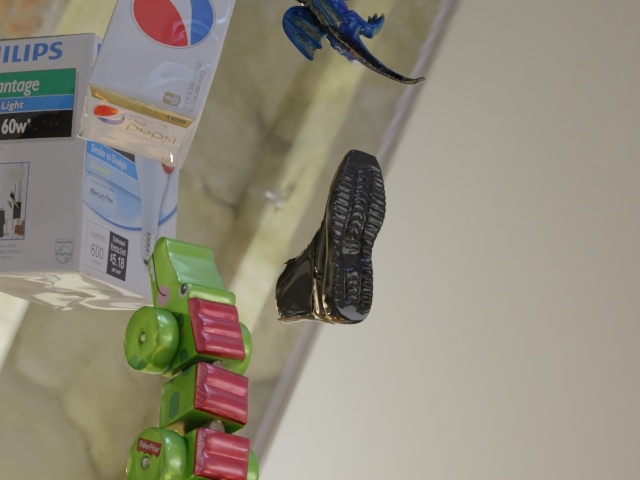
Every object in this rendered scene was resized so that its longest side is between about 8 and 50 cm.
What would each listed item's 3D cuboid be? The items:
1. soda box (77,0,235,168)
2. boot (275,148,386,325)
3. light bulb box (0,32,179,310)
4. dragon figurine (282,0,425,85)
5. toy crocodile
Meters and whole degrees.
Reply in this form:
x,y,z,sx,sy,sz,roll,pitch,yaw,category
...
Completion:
x,y,z,sx,sy,sz,roll,pitch,yaw,category
-0.093,-0.160,0.991,0.069,0.074,0.216,120,-14,-61,soda box
0.000,0.000,1.712,0.137,0.077,0.198,-10,-114,53,boot
-0.385,-0.094,2.325,0.225,0.358,0.361,-2,-101,17,light bulb box
0.007,-0.292,1.990,0.085,0.144,0.289,-48,-116,28,dragon figurine
-0.110,0.147,1.416,0.105,0.115,0.340,-35,-130,39,toy crocodile
